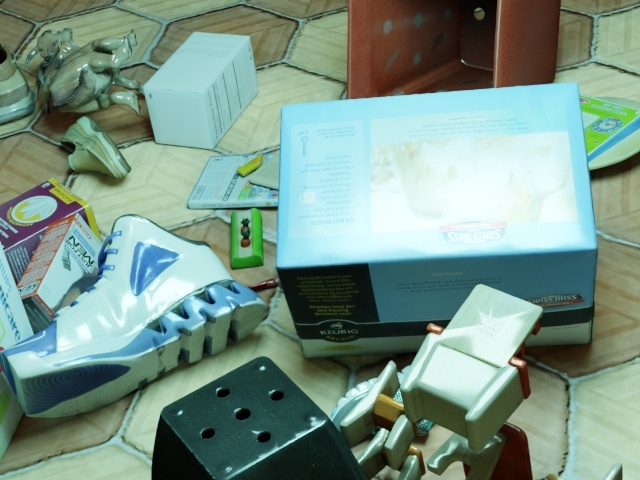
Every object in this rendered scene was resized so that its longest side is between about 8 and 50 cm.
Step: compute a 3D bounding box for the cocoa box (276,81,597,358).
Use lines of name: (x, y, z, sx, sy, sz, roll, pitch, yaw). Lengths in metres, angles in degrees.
cocoa box: (0.134, -0.018, 1.446, 0.347, 0.228, 0.231, -4, 58, 7)

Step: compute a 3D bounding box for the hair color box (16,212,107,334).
hair color box: (-0.328, 0.053, 1.604, 0.053, 0.093, 0.167, -19, 32, 25)

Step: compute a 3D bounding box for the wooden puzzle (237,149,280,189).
wooden puzzle: (-0.057, -0.099, 1.784, 0.116, 0.014, 0.078, 22, 53, 40)

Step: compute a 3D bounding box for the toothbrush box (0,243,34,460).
toothbrush box: (-0.431, 0.163, 1.393, 0.122, 0.206, 0.283, -1, 37, 11)

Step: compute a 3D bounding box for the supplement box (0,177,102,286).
supplement box: (-0.408, 0.005, 1.704, 0.188, 0.081, 0.104, -32, 43, -27)

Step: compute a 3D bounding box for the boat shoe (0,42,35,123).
boat shoe: (-0.583, -0.310, 2.129, 0.123, 0.116, 0.324, -30, 41, -26)

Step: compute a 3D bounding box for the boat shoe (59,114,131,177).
boat shoe: (-0.346, -0.128, 1.890, 0.072, 0.068, 0.190, -34, 31, -12)

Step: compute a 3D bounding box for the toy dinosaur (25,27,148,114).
toy dinosaur: (-0.383, -0.252, 1.970, 0.200, 0.127, 0.296, -9, 21, 3)

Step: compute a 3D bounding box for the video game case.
video game case: (-0.098, -0.087, 1.805, 0.166, 0.015, 0.119, -1, 37, 17)

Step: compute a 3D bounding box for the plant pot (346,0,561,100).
plant pot: (0.216, -0.306, 1.848, 0.267, 0.267, 0.235, 19, 29, 38)

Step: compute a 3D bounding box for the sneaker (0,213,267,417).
sneaker: (-0.242, 0.077, 1.494, 0.315, 0.127, 0.182, -20, 61, -25)

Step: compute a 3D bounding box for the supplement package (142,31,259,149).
supplement package: (-0.184, -0.237, 1.955, 0.105, 0.105, 0.179, 9, 40, 21)

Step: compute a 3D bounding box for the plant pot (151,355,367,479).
plant pot: (-0.066, 0.233, 1.257, 0.188, 0.167, 0.187, -27, 40, -21)

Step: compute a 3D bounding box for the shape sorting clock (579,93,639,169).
shape sorting clock: (0.373, -0.151, 1.774, 0.206, 0.040, 0.206, -15, 32, 10)

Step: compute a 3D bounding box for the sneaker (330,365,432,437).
sneaker: (0.087, 0.187, 1.374, 0.166, 0.065, 0.076, -25, 44, -17)

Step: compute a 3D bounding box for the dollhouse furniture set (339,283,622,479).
dollhouse furniture set: (0.162, 0.181, 1.198, 0.262, 0.259, 0.135, 22, 56, 30)

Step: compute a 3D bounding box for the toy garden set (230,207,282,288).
toy garden set: (0.000, 0.000, 1.648, 0.244, 0.049, 0.204, -8, 37, 2)
